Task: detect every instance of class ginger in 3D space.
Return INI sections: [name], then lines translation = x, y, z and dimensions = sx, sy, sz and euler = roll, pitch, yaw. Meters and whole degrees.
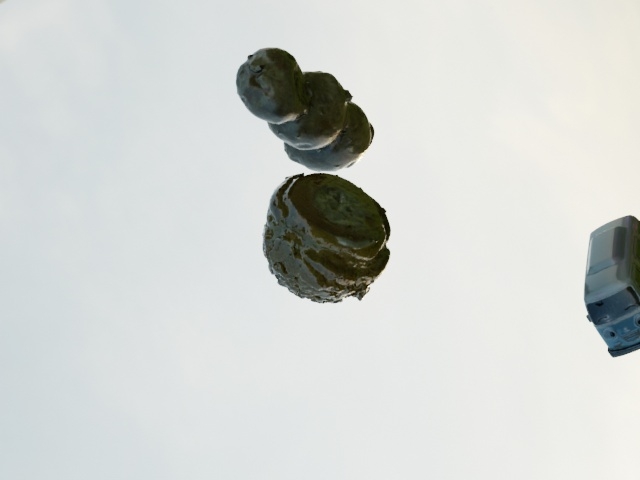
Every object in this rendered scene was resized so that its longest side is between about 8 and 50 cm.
[ginger]
translation = -0.017, -0.132, 1.488
dimensions = 0.204, 0.104, 0.080
euler = 42, -144, -58

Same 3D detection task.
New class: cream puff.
[cream puff]
translation = 0.002, 0.003, 1.388
dimensions = 0.126, 0.103, 0.144
euler = 15, -150, -15

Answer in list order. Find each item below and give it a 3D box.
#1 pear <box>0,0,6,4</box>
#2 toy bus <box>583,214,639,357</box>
[pear]
translation = -0.385, -0.348, 1.515
dimensions = 0.209, 0.209, 0.209
euler = 47, -156, -29
[toy bus]
translation = 0.267, 0.036, 1.258
dimensions = 0.075, 0.060, 0.123
euler = 51, -148, -21
